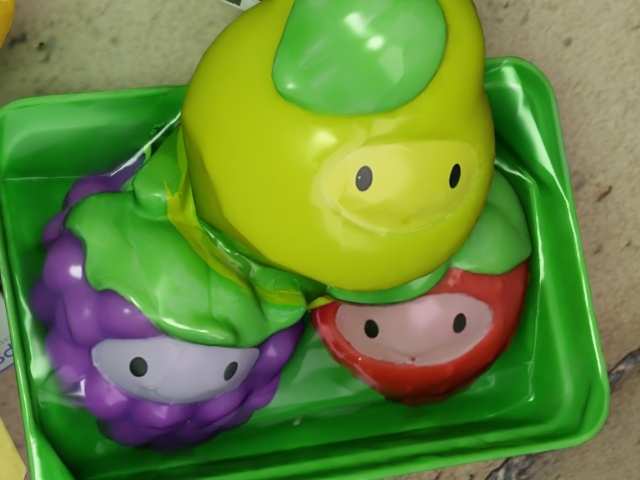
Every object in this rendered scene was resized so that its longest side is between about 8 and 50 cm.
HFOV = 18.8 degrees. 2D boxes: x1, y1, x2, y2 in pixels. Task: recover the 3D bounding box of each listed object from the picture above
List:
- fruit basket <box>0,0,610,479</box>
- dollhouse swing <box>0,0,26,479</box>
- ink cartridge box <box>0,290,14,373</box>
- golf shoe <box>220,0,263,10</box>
[{"bbox_3d":[0.000,0.000,1.106,0.392,0.283,0.392,-10,174,-1],"label":"fruit basket"},{"bbox_3d":[-0.282,0.024,0.889,0.347,0.305,0.315,-25,163,-37],"label":"dollhouse swing"},{"bbox_3d":[-0.312,0.052,1.192,0.206,0.045,0.208,-32,134,3],"label":"ink cartridge box"},{"bbox_3d":[-0.033,-0.193,1.087,0.120,0.105,0.273,-29,135,9],"label":"golf shoe"}]
